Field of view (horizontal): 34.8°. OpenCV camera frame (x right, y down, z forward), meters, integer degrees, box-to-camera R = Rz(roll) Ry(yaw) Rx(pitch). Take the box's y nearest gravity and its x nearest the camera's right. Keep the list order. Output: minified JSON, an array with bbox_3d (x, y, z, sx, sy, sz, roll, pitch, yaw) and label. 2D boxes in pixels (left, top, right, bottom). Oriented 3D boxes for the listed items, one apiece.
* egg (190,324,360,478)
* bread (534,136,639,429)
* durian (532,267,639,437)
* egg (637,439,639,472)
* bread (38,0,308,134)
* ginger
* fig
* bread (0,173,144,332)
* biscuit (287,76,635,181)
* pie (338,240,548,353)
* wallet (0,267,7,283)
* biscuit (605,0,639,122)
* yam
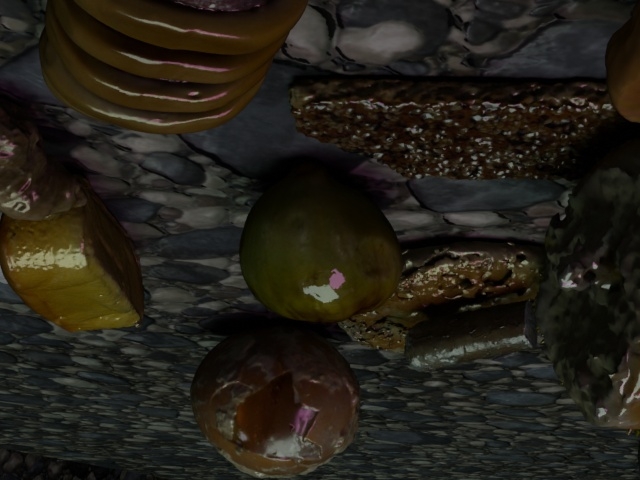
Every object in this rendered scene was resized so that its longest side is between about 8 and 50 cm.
[{"bbox_3d":[-0.060,0.199,1.281,0.233,0.195,0.195,8,164,26],"label":"egg"},{"bbox_3d":[0.263,0.017,0.714,0.246,0.176,0.195,-1,125,-20],"label":"bread"},{"bbox_3d":[0.314,0.085,0.920,0.237,0.176,0.200,19,118,-16],"label":"durian"},{"bbox_3d":[0.579,0.273,1.289,0.352,0.258,0.258,-6,158,31],"label":"egg"},{"bbox_3d":[-0.082,-0.118,0.551,0.134,0.081,0.225,7,159,-15],"label":"bread"},{"bbox_3d":[-0.271,-0.068,0.731,0.213,0.074,0.137,15,151,-12],"label":"ginger"},{"bbox_3d":[0.000,0.012,0.842,0.136,0.120,0.153,-1,160,-1],"label":"fig"},{"bbox_3d":[-0.225,0.014,0.926,0.094,0.102,0.245,-4,162,2],"label":"bread"},{"bbox_3d":[0.098,-0.074,0.726,0.237,0.026,0.131,1,159,5],"label":"biscuit"},{"bbox_3d":[0.145,0.063,1.067,0.274,0.055,0.274,-1,157,0],"label":"pie"},{"bbox_3d":[-0.349,0.007,1.022,0.124,0.032,0.183,-7,159,34],"label":"wallet"},{"bbox_3d":[0.327,-0.133,0.455,0.365,0.062,0.385,4,161,-21],"label":"biscuit"},{"bbox_3d":[0.149,0.093,1.004,0.132,0.054,0.054,-16,154,30],"label":"yam"}]
